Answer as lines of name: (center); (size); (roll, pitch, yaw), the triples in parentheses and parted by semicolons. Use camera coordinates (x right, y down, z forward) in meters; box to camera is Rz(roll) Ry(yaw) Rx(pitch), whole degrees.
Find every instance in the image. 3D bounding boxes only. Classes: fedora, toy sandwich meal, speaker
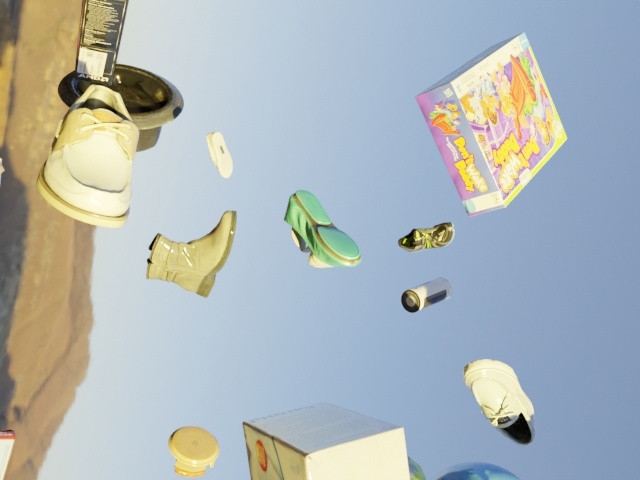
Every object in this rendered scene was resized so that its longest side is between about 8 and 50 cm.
fedora: (-0.524, -0.333, 2.048); (0.334, 0.334, 0.152); (-106, -158, -51)
toy sandwich meal: (-0.190, 0.314, 1.163); (0.085, 0.085, 0.029); (-109, -146, -54)
speaker: (0.244, 0.124, 1.785); (0.055, 0.136, 0.055); (10, -74, 39)

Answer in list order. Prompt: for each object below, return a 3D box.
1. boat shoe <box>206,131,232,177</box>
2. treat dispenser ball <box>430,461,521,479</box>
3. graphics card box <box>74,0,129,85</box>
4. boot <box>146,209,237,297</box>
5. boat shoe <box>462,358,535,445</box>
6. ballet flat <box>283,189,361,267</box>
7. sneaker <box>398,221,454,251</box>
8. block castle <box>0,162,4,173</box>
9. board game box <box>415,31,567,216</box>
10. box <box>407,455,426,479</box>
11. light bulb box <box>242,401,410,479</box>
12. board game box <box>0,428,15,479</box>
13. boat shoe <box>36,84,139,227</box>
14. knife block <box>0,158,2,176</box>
boat shoe: (-0.212, -0.177, 1.614); (0.035, 0.035, 0.100); (9, -54, 43)
treat dispenser ball: (0.345, 0.632, 1.703); (0.288, 0.288, 0.288); (-170, -90, -71)
graphics card box: (-0.458, -0.526, 1.658); (0.371, 0.094, 0.232); (134, -42, -62)
boot: (-0.286, 0.018, 1.697); (0.083, 0.161, 0.246); (-91, -155, -53)
boat shoe: (0.319, 0.285, 1.349); (0.079, 0.227, 0.081); (-25, -138, 21)
ballet flat: (0.000, 0.000, 1.468); (0.247, 0.083, 0.087); (53, -51, 47)
sneaker: (0.308, -0.006, 2.274); (0.188, 0.078, 0.067); (-19, -107, 37)
block castle: (-0.863, -0.124, 1.450); (0.303, 0.453, 0.213); (5, -55, 46)
board game box: (0.328, -0.224, 1.443); (0.078, 0.347, 0.233); (-16, -74, 41)
box: (0.200, 0.581, 2.054); (0.042, 0.178, 0.109); (-48, -170, 6)
light bulb box: (0.014, 0.556, 1.637); (0.361, 0.225, 0.358); (-6, -89, 64)
board game box: (-0.570, 0.403, 1.181); (0.027, 0.145, 0.281); (47, -59, 50)
boat shoe: (-0.292, -0.118, 0.994); (0.103, 0.113, 0.302); (-64, -150, 18)
knife block: (-0.926, -0.114, 2.017); (0.276, 0.088, 0.242); (-39, -155, 60)
